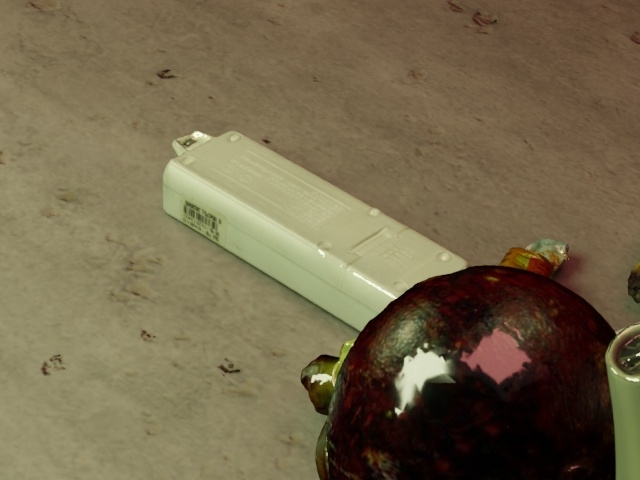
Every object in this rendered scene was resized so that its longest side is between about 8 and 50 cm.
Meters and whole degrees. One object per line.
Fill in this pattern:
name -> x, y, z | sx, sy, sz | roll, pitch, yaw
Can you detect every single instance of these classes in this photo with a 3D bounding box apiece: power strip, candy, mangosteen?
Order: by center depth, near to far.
mangosteen -> 0.088, 0.119, 1.217 | 0.231, 0.231, 0.289 | -20, 30, -32
candy -> 0.170, 0.039, 1.462 | 0.053, 0.046, 0.182 | 28, 27, 11
power strip -> 0.000, 0.000, 1.478 | 0.338, 0.058, 0.098 | 30, 41, 30

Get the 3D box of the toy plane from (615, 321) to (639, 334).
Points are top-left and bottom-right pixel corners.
toy plane -> 0.197, 0.107, 1.379 | 0.226, 0.058, 0.226 | -12, 29, -30

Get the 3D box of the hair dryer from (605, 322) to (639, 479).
hair dryer -> 0.270, 0.122, 1.110 | 0.119, 0.296, 0.298 | 23, 74, 41

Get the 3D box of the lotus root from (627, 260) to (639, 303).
lotus root -> 0.358, -0.009, 1.515 | 0.214, 0.138, 0.138 | -34, 53, -28
